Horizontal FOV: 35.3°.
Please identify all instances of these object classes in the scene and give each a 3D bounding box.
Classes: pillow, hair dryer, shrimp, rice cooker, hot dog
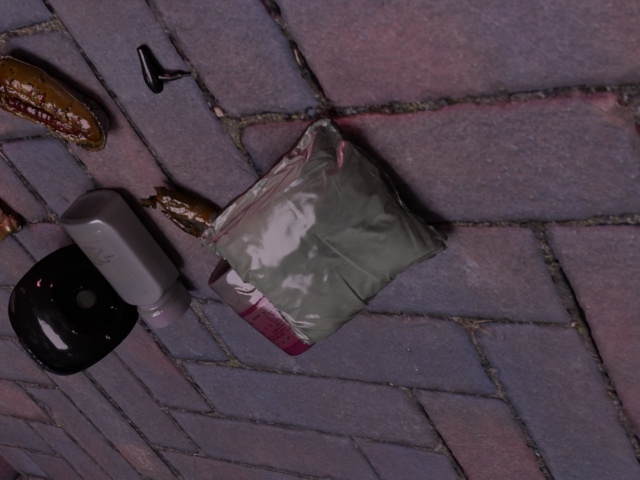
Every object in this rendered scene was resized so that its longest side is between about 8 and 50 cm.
[{"bbox_3d":[0.000,0.000,1.533,0.283,0.138,0.310,42,114,-13],"label":"pillow"},{"bbox_3d":[-0.242,-0.268,1.567,0.083,0.031,0.079,-1,127,22],"label":"hair dryer"},{"bbox_3d":[-0.241,-0.034,1.835,0.187,0.052,0.132,33,147,-5],"label":"shrimp"},{"bbox_3d":[-0.518,0.143,2.125,0.267,0.267,0.224,43,147,-15],"label":"rice cooker"},{"bbox_3d":[-0.475,-0.240,1.753,0.252,0.069,0.131,29,146,5],"label":"hot dog"}]

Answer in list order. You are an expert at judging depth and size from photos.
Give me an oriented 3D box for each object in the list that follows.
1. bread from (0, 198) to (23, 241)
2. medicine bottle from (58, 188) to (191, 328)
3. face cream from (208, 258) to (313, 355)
[{"bbox_3d":[-0.814,-0.036,2.229,0.262,0.162,0.204,-30,102,39],"label":"bread"},{"bbox_3d":[-0.376,0.038,1.996,0.161,0.111,0.296,-1,132,43],"label":"medicine bottle"},{"bbox_3d":[-0.068,0.074,1.717,0.195,0.175,0.175,39,147,-12],"label":"face cream"}]
